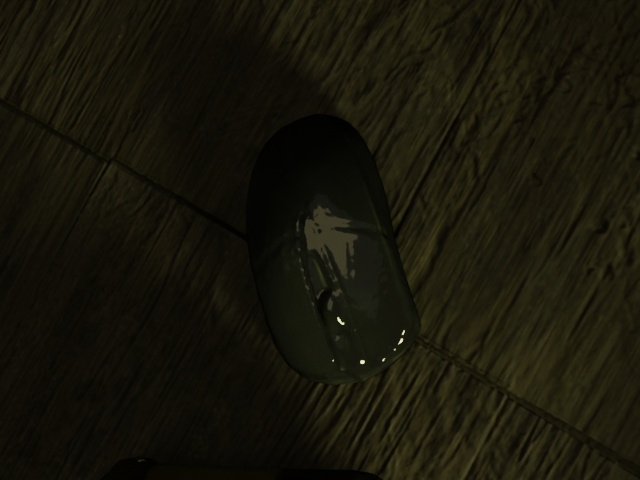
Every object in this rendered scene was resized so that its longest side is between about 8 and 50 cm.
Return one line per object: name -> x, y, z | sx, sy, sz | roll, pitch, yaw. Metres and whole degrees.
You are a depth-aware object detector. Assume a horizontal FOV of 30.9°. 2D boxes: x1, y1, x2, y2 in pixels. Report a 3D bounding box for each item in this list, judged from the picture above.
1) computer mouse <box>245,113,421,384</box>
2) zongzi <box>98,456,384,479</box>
computer mouse -> 0.000, 0.000, 1.074 | 0.137, 0.086, 0.269 | -19, 72, 19
zongzi -> -0.067, 0.354, 1.009 | 0.289, 0.154, 0.317 | -1, 97, 20
